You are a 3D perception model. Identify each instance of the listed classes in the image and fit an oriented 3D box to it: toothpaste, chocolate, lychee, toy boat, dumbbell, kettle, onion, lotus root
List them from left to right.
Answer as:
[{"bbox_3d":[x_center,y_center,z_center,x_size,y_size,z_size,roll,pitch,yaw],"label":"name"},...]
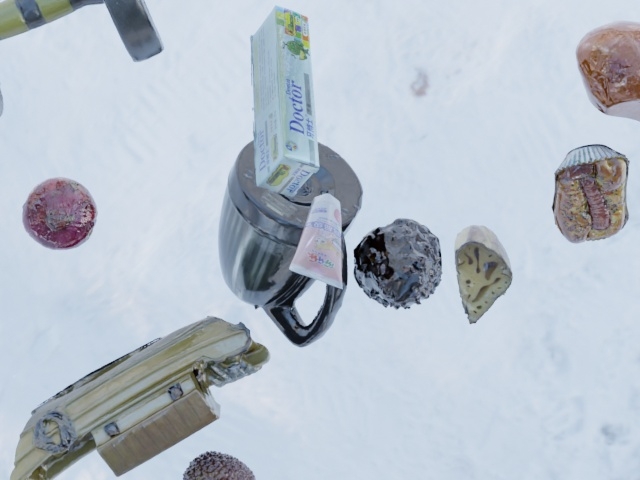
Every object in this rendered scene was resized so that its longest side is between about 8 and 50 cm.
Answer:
[{"bbox_3d":[-0.233,-0.187,0.881,0.325,0.143,0.143,-23,90,-3],"label":"dumbbell"},{"bbox_3d":[-0.371,-0.037,1.559,0.107,0.097,0.107,-2,96,-15],"label":"onion"},{"bbox_3d":[-0.281,0.267,1.696,0.446,0.136,0.162,-28,65,4],"label":"toy boat"},{"bbox_3d":[-0.157,0.392,1.700,0.123,0.129,0.123,-2,106,-7],"label":"lychee"},{"bbox_3d":[-0.031,-0.114,0.871,0.034,0.046,0.164,16,51,-27],"label":"toothpaste"},{"bbox_3d":[-0.054,0.006,1.716,0.251,0.271,0.207,30,43,2],"label":"kettle"},{"bbox_3d":[0.000,0.000,1.343,0.067,0.194,0.043,22,117,-8],"label":"toothpaste"},{"bbox_3d":[0.125,0.058,1.652,0.156,0.133,0.156,-2,115,-5],"label":"chocolate"},{"bbox_3d":[0.280,0.042,1.889,0.095,0.135,0.159,-5,128,6],"label":"lotus root"}]

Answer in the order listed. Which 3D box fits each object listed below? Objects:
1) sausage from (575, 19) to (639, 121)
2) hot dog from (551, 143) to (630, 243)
[{"bbox_3d":[0.450,-0.231,1.499,0.258,0.133,0.133,6,81,-39],"label":"sausage"},{"bbox_3d":[0.380,-0.061,1.536,0.108,0.191,0.059,-7,52,10],"label":"hot dog"}]
